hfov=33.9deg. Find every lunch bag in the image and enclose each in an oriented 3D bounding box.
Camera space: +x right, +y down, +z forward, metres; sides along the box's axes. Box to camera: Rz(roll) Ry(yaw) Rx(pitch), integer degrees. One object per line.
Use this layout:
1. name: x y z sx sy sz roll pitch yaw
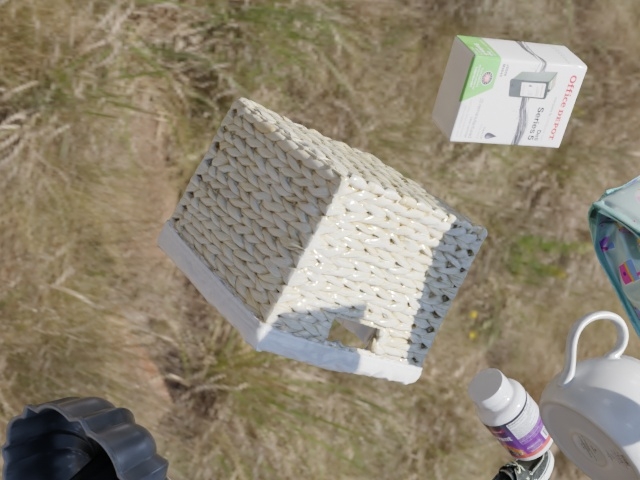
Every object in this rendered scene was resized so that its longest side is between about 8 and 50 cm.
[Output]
1. lunch bag: 0.493 0.017 1.370 0.223 0.160 0.262 -27 82 -24

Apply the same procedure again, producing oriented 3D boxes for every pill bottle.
1. pill bottle: 0.373 0.341 2.080 0.193 0.108 0.108 49 63 -30

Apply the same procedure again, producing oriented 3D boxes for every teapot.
1. teapot: 0.487 0.270 1.684 0.187 0.252 0.256 -41 152 -17

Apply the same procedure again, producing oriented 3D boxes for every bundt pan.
1. bundt pan: -0.349 0.388 1.643 0.124 0.331 0.330 -22 117 -50

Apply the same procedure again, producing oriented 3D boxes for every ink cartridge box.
1. ink cartridge box: 0.399 -0.314 2.231 0.273 0.114 0.198 1 122 -20

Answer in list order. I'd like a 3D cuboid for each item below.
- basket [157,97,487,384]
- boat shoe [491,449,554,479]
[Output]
1. basket: 0.000 0.000 1.531 0.328 0.331 0.266 19 103 -41
2. boat shoe: 0.421 0.514 2.261 0.219 0.078 0.070 -41 123 -24
